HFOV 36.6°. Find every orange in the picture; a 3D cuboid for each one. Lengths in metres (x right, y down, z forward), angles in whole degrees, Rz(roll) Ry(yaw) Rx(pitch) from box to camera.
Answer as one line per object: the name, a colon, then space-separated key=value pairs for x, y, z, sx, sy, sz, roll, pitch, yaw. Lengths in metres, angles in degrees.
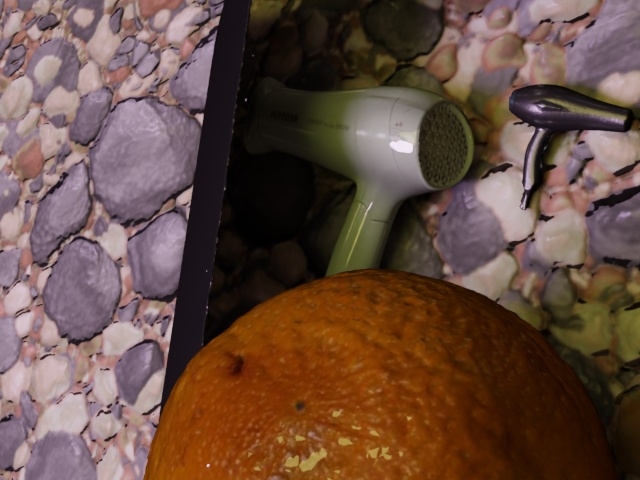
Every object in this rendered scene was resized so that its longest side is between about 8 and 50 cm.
orange: x=0.031 y=0.149 z=0.515 sx=0.264 sy=0.264 sz=0.264 roll=-12 pitch=70 yaw=35

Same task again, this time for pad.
pad: x=-0.049 y=-0.046 z=0.685 sx=0.315 sy=0.063 sz=0.375 roll=138 pitch=140 yaw=-72

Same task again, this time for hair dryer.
hair dryer: x=0.000 y=0.000 z=0.713 sx=0.206 sy=0.075 sz=0.237 roll=13 pitch=93 yaw=47
hair dryer: x=0.154 y=-0.057 z=0.626 sx=0.079 sy=0.031 sz=0.083 roll=19 pitch=102 yaw=31

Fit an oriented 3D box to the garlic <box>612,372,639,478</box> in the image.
garlic: x=0.220 y=0.110 z=0.501 sx=0.152 sy=0.066 sz=0.084 roll=27 pitch=122 yaw=43
